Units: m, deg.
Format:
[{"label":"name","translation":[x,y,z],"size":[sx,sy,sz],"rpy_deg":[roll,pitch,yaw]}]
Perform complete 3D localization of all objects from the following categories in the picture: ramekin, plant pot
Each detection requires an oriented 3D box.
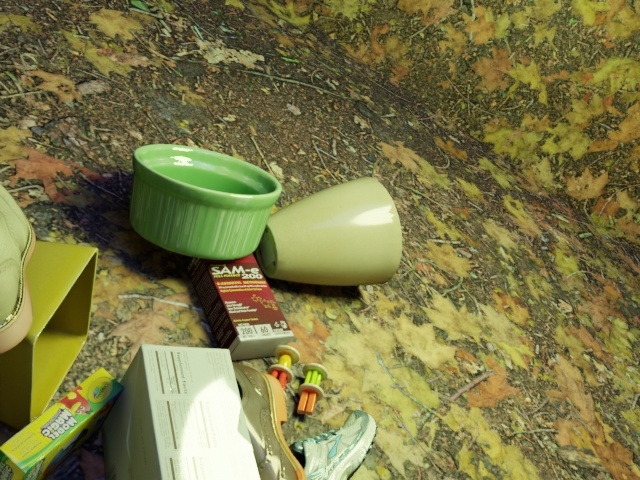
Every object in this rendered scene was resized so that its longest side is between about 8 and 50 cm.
[{"label":"ramekin","translation":[-0.244,-0.079,1.413],"size":[0.304,0.148,0.303],"rpy_deg":[15,19,-5]},{"label":"plant pot","translation":[-0.469,0.119,1.022],"size":[0.187,0.212,0.212],"rpy_deg":[18,36,-3]},{"label":"plant pot","translation":[0.000,0.000,1.558],"size":[0.274,0.256,0.256],"rpy_deg":[-11,54,-27]}]

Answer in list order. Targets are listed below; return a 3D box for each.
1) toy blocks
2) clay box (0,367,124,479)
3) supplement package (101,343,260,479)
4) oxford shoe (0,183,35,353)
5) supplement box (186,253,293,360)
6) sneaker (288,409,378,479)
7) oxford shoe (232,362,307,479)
[{"label":"toy blocks","translation":[-0.053,0.287,1.303],"size":[0.123,0.054,0.148],"rpy_deg":[34,40,-13]},{"label":"clay box","translation":[-0.380,0.284,0.954],"size":[0.053,0.127,0.222],"rpy_deg":[39,35,5]},{"label":"supplement package","translation":[-0.208,0.318,0.996],"size":[0.145,0.204,0.261],"rpy_deg":[10,42,-32]},{"label":"oxford shoe","translation":[-0.468,-0.019,0.927],"size":[0.141,0.146,0.397],"rpy_deg":[-19,40,-21]},{"label":"supplement box","translation":[-0.166,0.121,1.387],"size":[0.130,0.073,0.239],"rpy_deg":[1,47,-40]},{"label":"sneaker","translation":[0.007,0.376,1.204],"size":[0.122,0.110,0.283],"rpy_deg":[36,34,5]},{"label":"oxford shoe","translation":[-0.119,0.347,1.089],"size":[0.133,0.130,0.363],"rpy_deg":[36,19,-35]}]
